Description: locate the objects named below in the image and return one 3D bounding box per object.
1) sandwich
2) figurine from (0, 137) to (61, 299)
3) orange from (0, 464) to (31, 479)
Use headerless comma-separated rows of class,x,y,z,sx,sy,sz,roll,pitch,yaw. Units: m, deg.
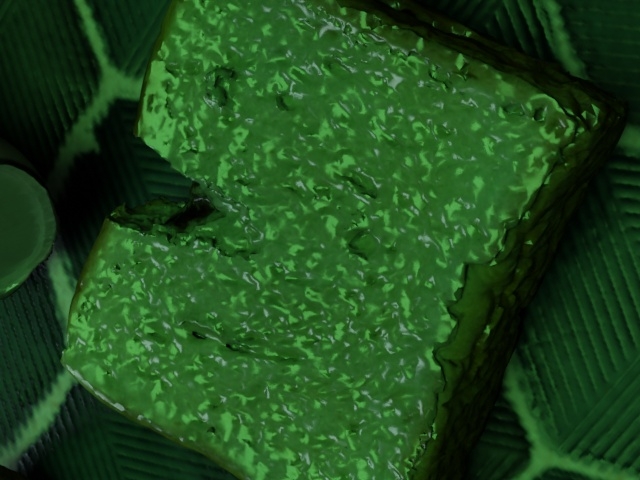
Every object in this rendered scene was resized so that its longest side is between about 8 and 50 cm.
sandwich,-0.001,0.000,0.666,0.249,0.095,0.273,28,109,22
figurine,-0.287,-0.132,0.690,0.206,0.284,0.315,-38,70,22
orange,-0.210,0.184,0.791,0.085,0.085,0.095,4,101,24
